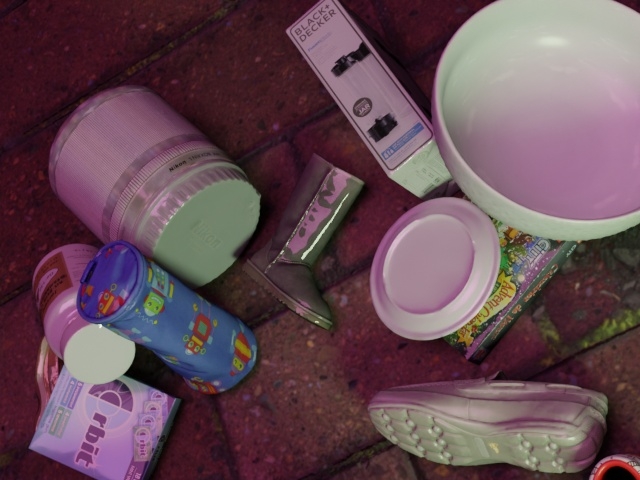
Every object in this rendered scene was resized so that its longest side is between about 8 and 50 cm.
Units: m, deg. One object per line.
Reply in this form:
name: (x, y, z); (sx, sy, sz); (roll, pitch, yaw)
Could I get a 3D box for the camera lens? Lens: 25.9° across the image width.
camera lens: (-0.249, -0.081, 2.042); (0.274, 0.219, 0.219); (41, 97, 31)

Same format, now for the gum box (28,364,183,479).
gum box: (-0.317, 0.271, 2.054); (0.184, 0.041, 0.157); (22, 86, 14)

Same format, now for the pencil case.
pencil case: (-0.213, 0.112, 1.927); (0.133, 0.306, 0.119); (15, 73, 37)

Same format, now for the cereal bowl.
cereal bowl: (0.304, -0.146, 1.775); (0.339, 0.141, 0.339); (1, 67, -3)

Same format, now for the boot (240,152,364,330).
boot: (0.000, 0.000, 1.980); (0.190, 0.076, 0.208); (38, 89, 29)

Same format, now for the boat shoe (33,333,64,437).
boat shoe: (-0.393, 0.232, 2.128); (0.072, 0.068, 0.190); (-3, 84, 15)

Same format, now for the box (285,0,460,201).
box: (0.087, -0.195, 1.924); (0.087, 0.169, 0.290); (-41, 60, 13)

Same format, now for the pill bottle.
pill bottle: (-0.344, 0.109, 2.040); (0.131, 0.131, 0.229); (-48, 32, 8)

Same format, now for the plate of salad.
plate of salad: (0.154, 0.039, 1.838); (0.200, 0.048, 0.199); (-17, 60, 31)

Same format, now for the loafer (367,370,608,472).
loafer: (0.214, 0.225, 1.784); (0.319, 0.112, 0.111); (4, 42, 30)

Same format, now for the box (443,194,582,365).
box: (0.223, 0.027, 1.858); (0.159, 0.044, 0.233); (43, 98, 31)

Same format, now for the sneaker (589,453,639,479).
sneaker: (0.377, 0.380, 1.616); (0.090, 0.145, 0.270); (-17, 68, 23)
